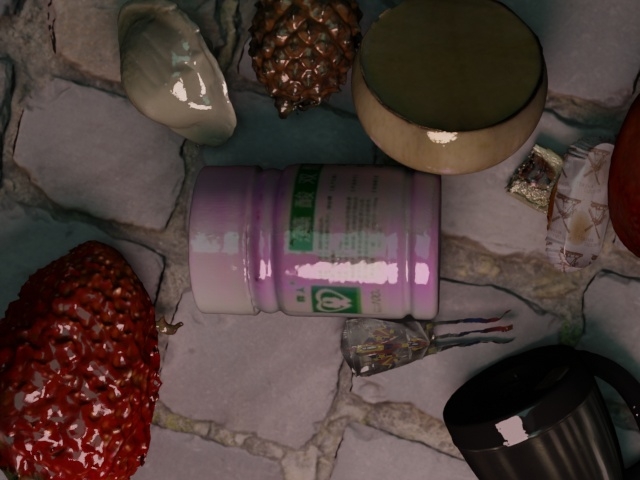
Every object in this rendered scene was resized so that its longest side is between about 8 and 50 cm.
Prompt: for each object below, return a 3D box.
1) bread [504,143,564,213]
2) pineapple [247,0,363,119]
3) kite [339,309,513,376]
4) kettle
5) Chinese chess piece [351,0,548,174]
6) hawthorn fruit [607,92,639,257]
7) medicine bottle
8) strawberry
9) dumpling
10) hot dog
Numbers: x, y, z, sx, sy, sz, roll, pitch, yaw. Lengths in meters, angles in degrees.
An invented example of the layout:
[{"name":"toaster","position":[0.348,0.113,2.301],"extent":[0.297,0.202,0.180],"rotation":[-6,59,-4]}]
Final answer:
[{"name":"bread","position":[0.304,-0.084,1.712],"extent":[0.070,0.035,0.083],"rotation":[34,97,1]},{"name":"pineapple","position":[-0.027,-0.255,1.671],"extent":[0.166,0.166,0.193],"rotation":[19,104,5]},{"name":"kite","position":[0.149,0.138,1.733],"extent":[0.245,0.141,0.015],"rotation":[-9,52,2]},{"name":"kettle","position":[0.324,0.297,1.695],"extent":[0.207,0.251,0.271],"rotation":[-19,103,39]},{"name":"Chinese chess piece","position":[0.168,-0.207,1.621],"extent":[0.257,0.104,0.257],"rotation":[0,57,0]},{"name":"hawthorn fruit","position":[0.499,-0.099,1.579],"extent":[0.265,0.265,0.307],"rotation":[3,93,7]},{"name":"medicine bottle","position":[0.000,0.000,1.672],"extent":[0.325,0.212,0.212],"rotation":[1,97,8]},{"name":"strawberry","position":[-0.330,0.191,1.726],"extent":[0.292,0.292,0.343],"rotation":[35,85,2]},{"name":"dumpling","position":[-0.195,-0.241,1.700],"extent":[0.166,0.126,0.216],"rotation":[-29,70,48]},{"name":"hot dog","position":[0.357,-0.048,1.690],"extent":[0.099,0.053,0.192],"rotation":[4,103,-20]}]
